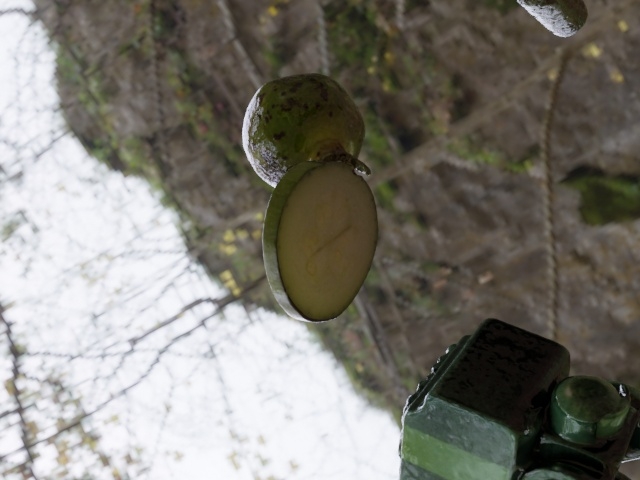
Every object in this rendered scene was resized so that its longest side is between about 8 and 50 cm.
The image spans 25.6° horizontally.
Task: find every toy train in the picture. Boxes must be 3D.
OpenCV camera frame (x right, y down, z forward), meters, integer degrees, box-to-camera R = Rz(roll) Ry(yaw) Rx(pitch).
[{"bbox_3d":[0.196,0.222,1.332,0.167,0.238,0.299,-46,-31,-43],"label":"toy train"}]

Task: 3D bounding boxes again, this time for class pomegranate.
[{"bbox_3d":[-0.005,-0.154,2.200,0.246,0.198,0.198,27,-156,24],"label":"pomegranate"}]

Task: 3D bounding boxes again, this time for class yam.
[{"bbox_3d":[0.353,-0.366,2.153,0.179,0.078,0.078,26,-134,-59],"label":"yam"}]

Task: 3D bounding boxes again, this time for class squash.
[{"bbox_3d":[-0.004,-0.001,1.886,0.219,0.041,0.219,-10,-77,-50],"label":"squash"}]
